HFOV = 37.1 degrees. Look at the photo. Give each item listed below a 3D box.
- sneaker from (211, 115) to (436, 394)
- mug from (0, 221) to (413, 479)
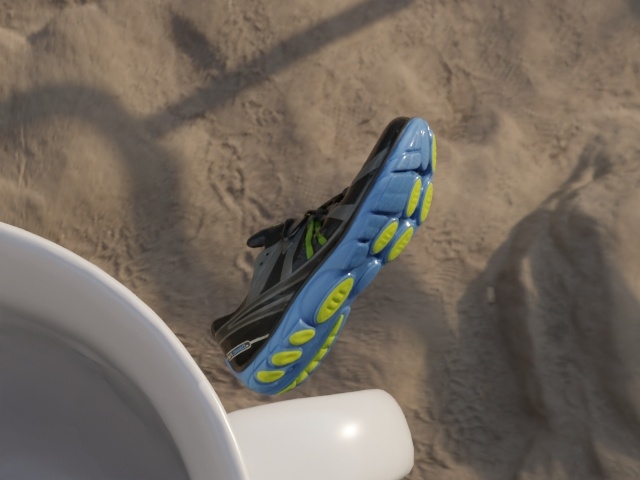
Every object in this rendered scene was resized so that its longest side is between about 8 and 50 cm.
[{"bbox_3d":[0.000,0.000,0.562,0.078,0.067,0.188,38,93,30],"label":"sneaker"},{"bbox_3d":[-0.131,0.151,0.461,0.374,0.328,0.276,-17,76,-14],"label":"mug"}]
